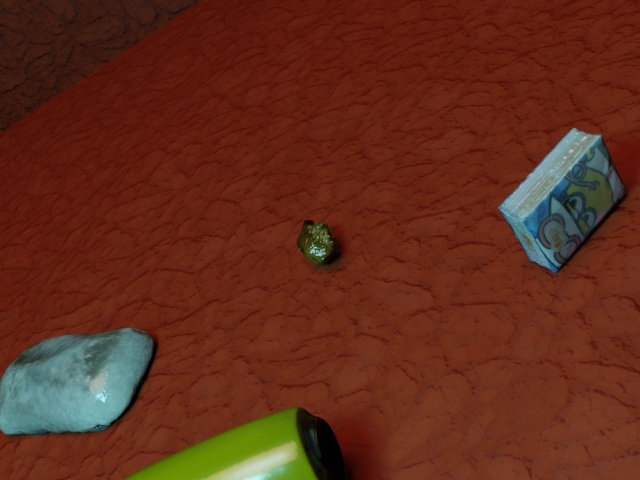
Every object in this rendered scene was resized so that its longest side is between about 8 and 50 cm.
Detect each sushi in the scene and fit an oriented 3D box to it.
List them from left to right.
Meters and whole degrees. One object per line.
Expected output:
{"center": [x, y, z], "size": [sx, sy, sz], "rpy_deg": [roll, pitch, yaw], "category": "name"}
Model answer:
{"center": [-0.003, -0.001, 1.477], "size": [0.060, 0.061, 0.118], "rpy_deg": [-61, 40, 14], "category": "sushi"}

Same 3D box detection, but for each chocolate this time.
{"center": [-0.429, 0.228, 1.572], "size": [0.303, 0.100, 0.185], "rpy_deg": [-9, 41, 30], "category": "chocolate"}

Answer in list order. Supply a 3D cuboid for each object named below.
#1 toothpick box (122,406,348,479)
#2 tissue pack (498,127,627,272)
{"center": [-0.100, 0.315, 1.120], "size": [0.271, 0.175, 0.175], "rpy_deg": [-28, 36, 9], "category": "toothpick box"}
{"center": [0.318, -0.052, 1.208], "size": [0.155, 0.115, 0.065], "rpy_deg": [-47, 37, -10], "category": "tissue pack"}
